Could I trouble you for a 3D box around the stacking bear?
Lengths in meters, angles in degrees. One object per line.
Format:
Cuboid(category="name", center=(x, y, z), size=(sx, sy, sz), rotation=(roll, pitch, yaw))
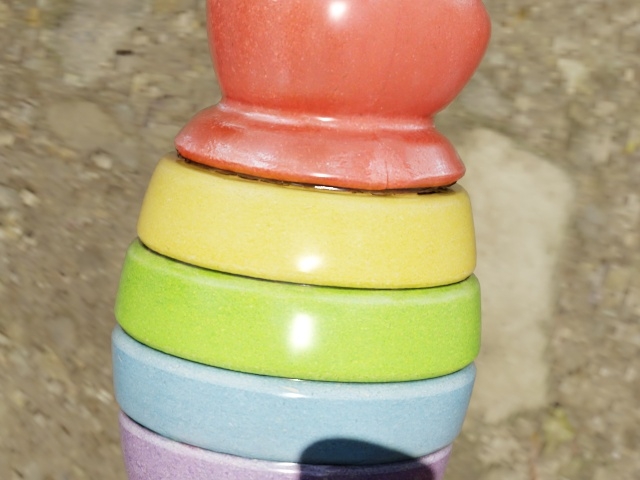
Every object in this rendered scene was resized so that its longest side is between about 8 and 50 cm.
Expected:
Cuboid(category="stacking bear", center=(0.000, 0.000, 0.818), size=(0.164, 0.175, 0.289), rotation=(3, 100, -21))
